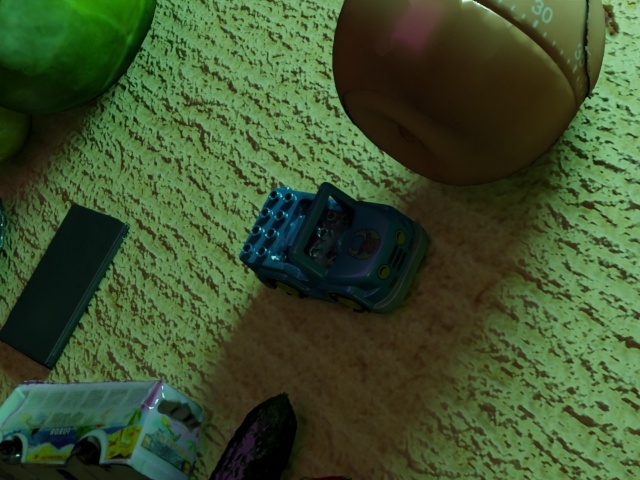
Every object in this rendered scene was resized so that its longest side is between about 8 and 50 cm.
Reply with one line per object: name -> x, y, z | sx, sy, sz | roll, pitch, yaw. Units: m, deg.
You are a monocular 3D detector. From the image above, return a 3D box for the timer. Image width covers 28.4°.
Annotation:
timer -> 0.130, -0.170, 1.118 | 0.229, 0.229, 0.215 | 24, 72, 47

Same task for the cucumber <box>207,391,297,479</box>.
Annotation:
cucumber -> -0.090, 0.252, 1.175 | 0.067, 0.067, 0.245 | 30, 85, 48

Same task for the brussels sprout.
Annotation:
brussels sprout -> -0.358, -0.311, 1.622 | 0.354, 0.281, 0.289 | -143, 70, -69

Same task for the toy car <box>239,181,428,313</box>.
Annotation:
toy car -> 0.000, 0.000, 1.222 | 0.191, 0.100, 0.097 | 11, 69, 41

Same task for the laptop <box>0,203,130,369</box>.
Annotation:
laptop -> -0.313, 0.052, 1.540 | 0.135, 0.016, 0.197 | 19, 77, 48

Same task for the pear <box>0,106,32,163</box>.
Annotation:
pear -> -0.448, -0.165, 1.732 | 0.141, 0.104, 0.141 | -175, 90, -71

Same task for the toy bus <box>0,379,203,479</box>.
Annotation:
toy bus -> -0.244, 0.210, 1.322 | 0.274, 0.090, 0.112 | -6, 55, 40

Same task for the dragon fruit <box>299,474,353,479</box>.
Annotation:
dragon fruit -> 0.034, 0.237, 1.069 | 0.190, 0.094, 0.094 | -17, 51, 7

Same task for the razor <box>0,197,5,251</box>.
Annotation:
razor -> -0.560, 0.047, 1.696 | 0.326, 0.107, 0.189 | -28, 48, 26
